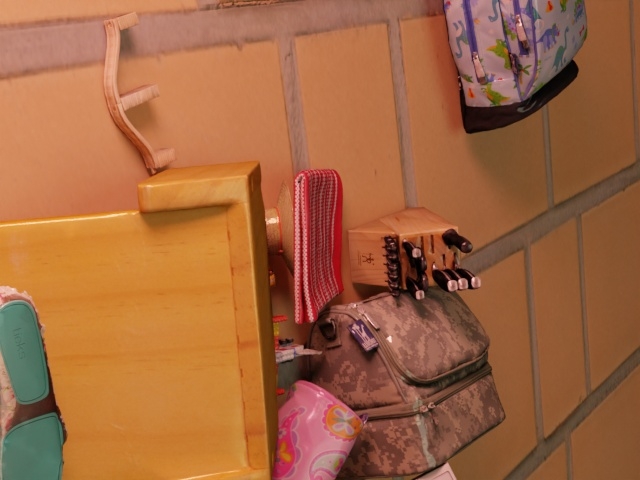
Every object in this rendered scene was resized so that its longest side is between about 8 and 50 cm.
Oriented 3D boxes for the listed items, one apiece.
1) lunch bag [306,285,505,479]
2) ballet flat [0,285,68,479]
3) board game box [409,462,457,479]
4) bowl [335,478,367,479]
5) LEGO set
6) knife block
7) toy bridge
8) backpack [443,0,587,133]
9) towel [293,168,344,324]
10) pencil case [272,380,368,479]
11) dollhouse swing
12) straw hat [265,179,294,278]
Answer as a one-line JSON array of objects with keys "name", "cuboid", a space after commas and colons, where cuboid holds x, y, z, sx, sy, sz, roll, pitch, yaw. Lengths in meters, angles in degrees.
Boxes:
[{"name": "lunch bag", "cuboid": [0.122, 0.201, 1.468, 0.305, 0.212, 0.256, -12, 86, -52]}, {"name": "ballet flat", "cuboid": [-0.298, 0.161, 0.925, 0.091, 0.077, 0.241, -7, 97, -47]}, {"name": "board game box", "cuboid": [0.086, 0.462, 1.318, 0.305, 0.053, 0.193, -26, 79, -11]}, {"name": "bowl", "cuboid": [0.072, 0.499, 1.432, 0.289, 0.156, 0.290, 5, 83, -51]}, {"name": "LEGO set", "cuboid": [-0.097, 0.164, 1.284, 0.244, 0.060, 0.182, -60, 137, -27]}, {"name": "knife block", "cuboid": [0.177, 0.018, 1.482, 0.275, 0.242, 0.088, -19, 109, -51]}, {"name": "toy bridge", "cuboid": [-0.219, -0.166, 1.123, 0.063, 0.026, 0.188, -34, 119, -44]}, {"name": "backpack", "cuboid": [0.337, -0.410, 1.689, 0.290, 0.273, 0.356, -38, 110, -37]}, {"name": "towel", "cuboid": [0.000, 0.000, 1.327, 0.275, 0.031, 0.199, -28, 118, -80]}, {"name": "pencil case", "cuboid": [-0.052, 0.326, 1.272, 0.284, 0.124, 0.124, -59, 136, -20]}, {"name": "dollhouse swing", "cuboid": [-0.213, 0.101, 1.101, 0.315, 0.304, 0.347, -92, 177, -81]}, {"name": "straw hat", "cuboid": [-0.070, -0.011, 1.297, 0.061, 0.144, 0.145, -8, 103, -9]}]
